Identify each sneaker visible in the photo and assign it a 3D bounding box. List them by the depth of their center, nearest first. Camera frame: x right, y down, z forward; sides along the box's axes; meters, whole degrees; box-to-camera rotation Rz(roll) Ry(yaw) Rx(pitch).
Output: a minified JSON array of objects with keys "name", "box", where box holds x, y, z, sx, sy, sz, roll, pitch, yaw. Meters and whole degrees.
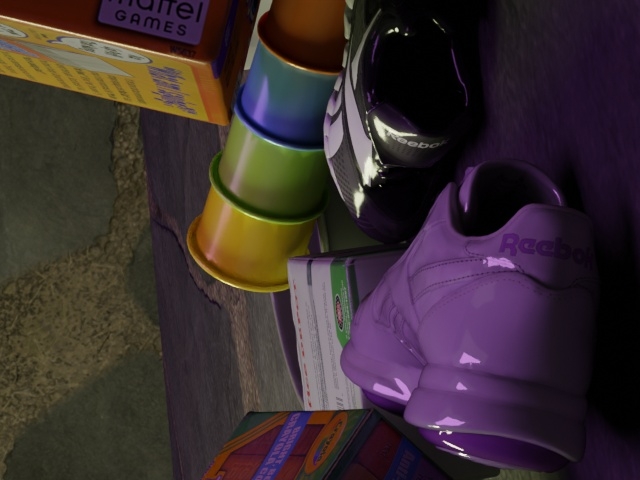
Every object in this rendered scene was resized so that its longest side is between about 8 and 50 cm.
[{"name":"sneaker","box":[0.091,0.034,1.061,0.305,0.114,0.152,-166,88,-79]},{"name":"sneaker","box":[0.049,-0.076,1.204,0.106,0.078,0.234,-105,15,-49]}]

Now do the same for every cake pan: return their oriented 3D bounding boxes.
[{"name":"cake pan","box":[0.000,0.000,1.601,0.293,0.054,0.293,173,90,-80]}]

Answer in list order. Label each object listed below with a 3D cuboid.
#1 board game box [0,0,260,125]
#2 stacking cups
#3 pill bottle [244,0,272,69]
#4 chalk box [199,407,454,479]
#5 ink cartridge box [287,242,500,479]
[{"name":"board game box","box":[-0.186,-0.292,1.163,0.356,0.356,0.356,133,151,-88]},{"name":"stacking cups","box":[-0.009,-0.115,1.368,0.096,0.096,0.316,-110,32,-50]},{"name":"pill bottle","box":[-0.084,-0.289,1.553,0.161,0.161,0.283,100,161,-59]},{"name":"chalk box","box":[0.012,0.183,1.119,0.132,0.132,0.213,43,157,-16]},{"name":"ink cartridge box","box":[0.044,0.079,1.318,0.208,0.087,0.153,-176,78,-79]}]
